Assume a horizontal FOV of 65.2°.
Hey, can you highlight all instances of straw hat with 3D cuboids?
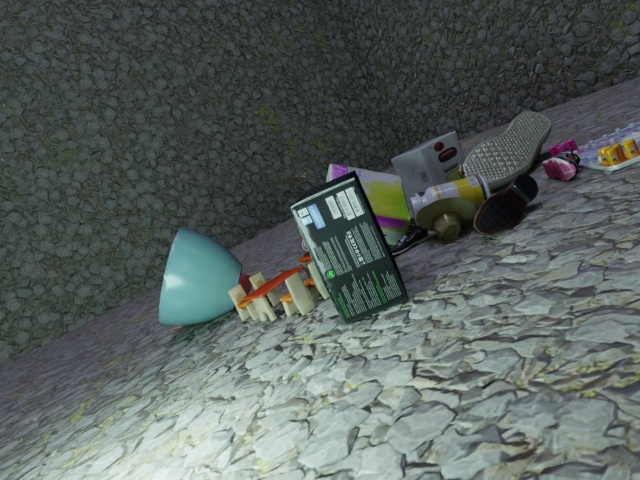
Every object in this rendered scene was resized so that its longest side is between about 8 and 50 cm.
[{"bbox_3d":[0.295,-0.035,1.165,0.145,0.144,0.061,-20,52,30],"label":"straw hat"}]

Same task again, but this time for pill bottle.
[{"bbox_3d":[0.322,-0.093,1.244,0.184,0.103,0.103,-14,10,7],"label":"pill bottle"}]

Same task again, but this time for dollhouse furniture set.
[{"bbox_3d":[-0.077,0.084,1.257,0.259,0.135,0.262,-32,11,-40],"label":"dollhouse furniture set"}]

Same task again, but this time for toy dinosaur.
[{"bbox_3d":[0.420,-0.124,1.328,0.053,0.183,0.093,-45,-36,12],"label":"toy dinosaur"}]

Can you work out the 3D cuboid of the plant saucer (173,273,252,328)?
[{"bbox_3d":[-0.362,0.193,1.708,0.259,0.047,0.258,-25,8,3],"label":"plant saucer"}]

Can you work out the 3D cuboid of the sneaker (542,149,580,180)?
[{"bbox_3d":[0.613,-0.193,1.246,0.075,0.063,0.170,-29,2,12],"label":"sneaker"}]

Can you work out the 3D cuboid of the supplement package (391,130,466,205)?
[{"bbox_3d":[0.400,-0.253,1.782,0.203,0.194,0.149,-31,11,-31],"label":"supplement package"}]

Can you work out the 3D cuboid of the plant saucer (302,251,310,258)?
[{"bbox_3d":[0.007,0.036,1.689,0.169,0.029,0.168,-24,9,4],"label":"plant saucer"}]

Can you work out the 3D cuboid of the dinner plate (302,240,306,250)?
[{"bbox_3d":[0.000,0.000,1.843,0.141,0.017,0.141,-17,34,12],"label":"dinner plate"}]

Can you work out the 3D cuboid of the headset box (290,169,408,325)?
[{"bbox_3d":[0.061,-0.003,1.020,0.131,0.246,0.283,-23,9,8],"label":"headset box"}]

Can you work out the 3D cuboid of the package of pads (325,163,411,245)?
[{"bbox_3d":[0.128,-0.109,1.402,0.230,0.101,0.296,10,31,-5],"label":"package of pads"}]

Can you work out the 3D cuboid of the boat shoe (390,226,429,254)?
[{"bbox_3d":[0.218,0.001,1.264,0.125,0.038,0.046,-26,8,-11],"label":"boat shoe"}]

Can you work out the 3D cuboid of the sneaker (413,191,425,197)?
[{"bbox_3d":[0.343,-0.109,1.474,0.106,0.078,0.234,-22,12,3],"label":"sneaker"}]

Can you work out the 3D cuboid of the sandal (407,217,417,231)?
[{"bbox_3d":[0.178,-0.032,1.477,0.220,0.060,0.090,-7,31,16],"label":"sandal"}]

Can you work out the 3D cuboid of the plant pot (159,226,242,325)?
[{"bbox_3d":[-0.339,0.121,1.476,0.196,0.289,0.290,11,5,-7],"label":"plant pot"}]

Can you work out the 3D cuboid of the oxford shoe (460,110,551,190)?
[{"bbox_3d":[0.587,-0.260,1.576,0.449,0.169,0.130,-40,-26,-33],"label":"oxford shoe"}]

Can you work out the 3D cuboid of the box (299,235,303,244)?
[{"bbox_3d":[0.070,-0.059,1.988,0.294,0.057,0.201,-24,8,10],"label":"box"}]

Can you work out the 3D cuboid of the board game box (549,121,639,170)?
[{"bbox_3d":[0.831,-0.287,1.260,0.390,0.050,0.390,-24,9,9],"label":"board game box"}]

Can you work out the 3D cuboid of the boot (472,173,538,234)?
[{"bbox_3d":[0.389,-0.057,1.108,0.219,0.082,0.106,-34,-10,-29],"label":"boot"}]
